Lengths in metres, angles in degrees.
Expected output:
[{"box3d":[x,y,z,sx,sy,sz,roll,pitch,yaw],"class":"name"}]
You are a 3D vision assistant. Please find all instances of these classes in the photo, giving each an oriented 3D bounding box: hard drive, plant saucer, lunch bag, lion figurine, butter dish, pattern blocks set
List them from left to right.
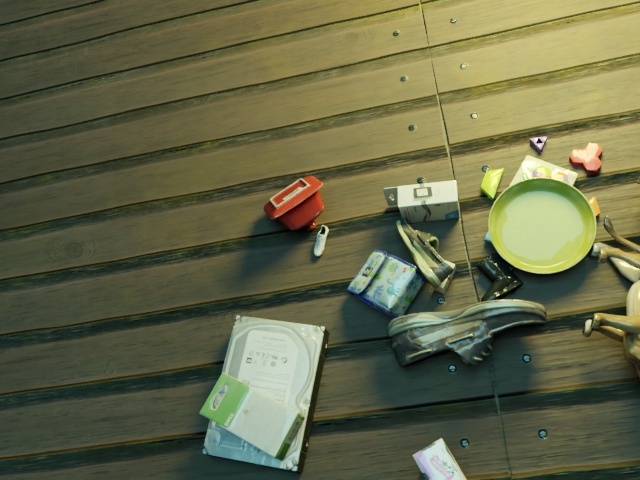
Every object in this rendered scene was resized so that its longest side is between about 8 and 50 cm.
[{"box3d":[-0.125,0.355,1.604,0.237,0.064,0.338,6,69,17],"class":"hard drive"},{"box3d":[-0.051,-0.079,1.758,0.160,0.118,0.160,-34,19,-3],"class":"butter dish"},{"box3d":[0.153,0.100,1.636,0.151,0.096,0.128,28,78,39],"class":"lunch bag"},{"box3d":[0.539,-0.115,1.669,0.286,0.026,0.324,10,70,18],"class":"pattern blocks set"},{"box3d":[0.520,-0.033,1.603,0.241,0.037,0.240,-4,71,12],"class":"plant saucer"},{"box3d":[0.703,0.134,1.455,0.241,0.142,0.391,12,65,11],"class":"lion figurine"}]

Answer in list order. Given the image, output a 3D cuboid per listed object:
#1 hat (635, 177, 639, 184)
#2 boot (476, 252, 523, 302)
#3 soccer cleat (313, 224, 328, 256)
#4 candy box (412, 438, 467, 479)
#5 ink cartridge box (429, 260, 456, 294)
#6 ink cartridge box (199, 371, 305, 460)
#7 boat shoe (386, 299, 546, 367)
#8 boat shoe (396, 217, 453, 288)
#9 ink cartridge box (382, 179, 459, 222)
[{"box3d":[0.848,-0.047,1.481,0.332,0.331,0.133,14,109,20],"class":"hat"},{"box3d":[0.405,0.090,1.599,0.121,0.045,0.099,-30,65,-9],"class":"boot"},{"box3d":[0.000,0.000,1.747,0.029,0.035,0.083,13,70,19],"class":"soccer cleat"},{"box3d":[0.264,0.499,1.365,0.070,0.196,0.164,-30,62,0],"class":"candy box"},{"box3d":[0.293,0.095,1.623,0.028,0.048,0.083,25,76,23],"class":"ink cartridge box"},{"box3d":[-0.153,0.393,1.523,0.209,0.062,0.108,23,74,23],"class":"ink cartridge box"},{"box3d":[0.331,0.217,1.529,0.356,0.132,0.130,-12,73,18],"class":"boat shoe"},{"box3d":[0.251,0.020,1.629,0.073,0.080,0.223,-33,43,9],"class":"boat shoe"},{"box3d":[0.251,-0.092,1.688,0.180,0.104,0.060,-6,66,12],"class":"ink cartridge box"}]
